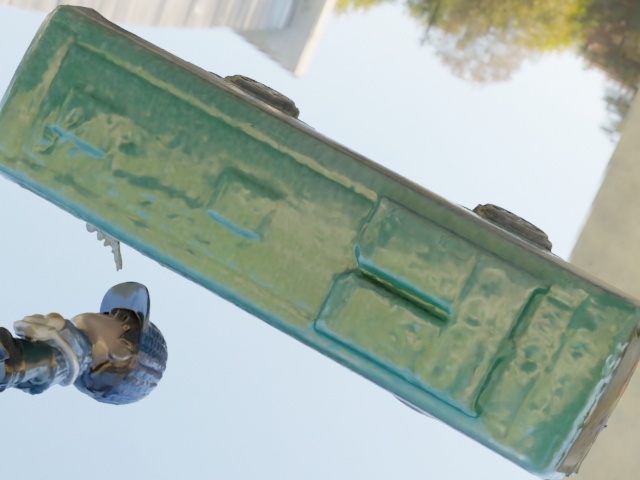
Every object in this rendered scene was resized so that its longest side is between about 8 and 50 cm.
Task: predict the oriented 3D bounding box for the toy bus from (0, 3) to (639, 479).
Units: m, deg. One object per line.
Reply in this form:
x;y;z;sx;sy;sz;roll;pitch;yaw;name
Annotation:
0.000;0.000;0.459;0.261;0.091;0.109;27;-175;11;toy bus

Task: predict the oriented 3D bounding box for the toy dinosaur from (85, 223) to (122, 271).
-0.300;-0.059;1.589;0.039;0.209;0.082;-13;180;-42;toy dinosaur

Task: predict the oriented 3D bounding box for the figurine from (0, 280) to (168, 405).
-0.158;0.079;0.776;0.136;0.077;0.079;-20;-98;-52;figurine
